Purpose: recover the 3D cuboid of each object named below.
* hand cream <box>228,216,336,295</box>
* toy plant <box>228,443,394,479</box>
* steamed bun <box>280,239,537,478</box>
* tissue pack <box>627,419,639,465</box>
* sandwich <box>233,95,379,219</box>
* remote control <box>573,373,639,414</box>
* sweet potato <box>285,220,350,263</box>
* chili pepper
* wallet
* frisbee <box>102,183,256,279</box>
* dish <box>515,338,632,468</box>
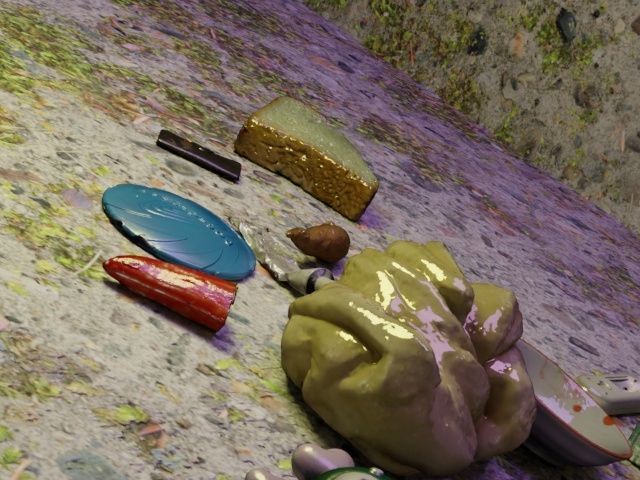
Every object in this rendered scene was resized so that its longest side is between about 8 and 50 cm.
[{"bbox_3d":[-0.048,0.031,1.873,0.084,0.050,0.257,15,13,-40],"label":"hand cream"},{"bbox_3d":[0.034,0.283,1.176,0.232,0.112,0.243,42,27,23],"label":"toy plant"},{"bbox_3d":[0.125,0.134,1.562,0.325,0.230,0.372,43,20,30],"label":"steamed bun"},{"bbox_3d":[0.577,0.232,1.921,0.081,0.257,0.185,37,20,31],"label":"tissue pack"},{"bbox_3d":[-0.004,-0.163,2.400,0.288,0.099,0.254,31,18,8],"label":"sandwich"},{"bbox_3d":[0.485,0.251,2.085,0.221,0.042,0.078,7,28,-50],"label":"remote control"},{"bbox_3d":[0.007,0.002,1.981,0.068,0.068,0.226,35,9,18],"label":"sweet potato"},{"bbox_3d":[-0.190,0.057,1.566,0.169,0.065,0.088,21,2,-9],"label":"chili pepper"},{"bbox_3d":[-0.208,-0.148,2.176,0.157,0.018,0.082,26,17,-8],"label":"wallet"},{"bbox_3d":[-0.195,-0.024,1.808,0.242,0.045,0.242,27,18,-10],"label":"frisbee"},{"bbox_3d":[0.306,0.238,1.755,0.260,0.085,0.260,37,14,-11],"label":"dish"}]
